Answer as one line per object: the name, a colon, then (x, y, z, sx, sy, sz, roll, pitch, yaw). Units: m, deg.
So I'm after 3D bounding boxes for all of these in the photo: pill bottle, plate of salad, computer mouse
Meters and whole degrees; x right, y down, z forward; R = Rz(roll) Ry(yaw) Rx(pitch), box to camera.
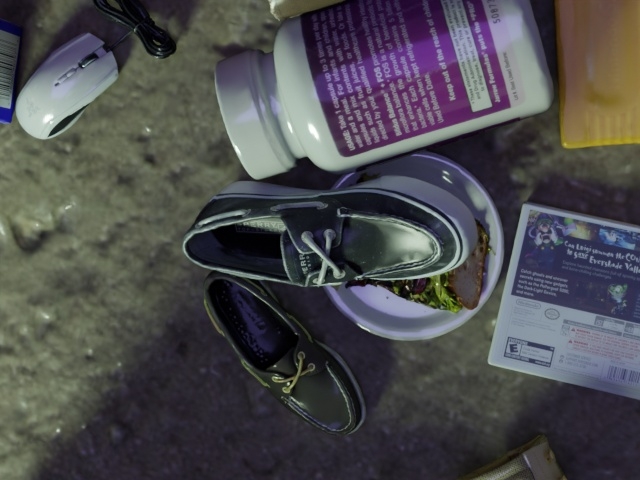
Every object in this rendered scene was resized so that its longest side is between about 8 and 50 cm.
pill bottle: (0.059, -0.161, 1.070, 0.301, 0.169, 0.169, -17, 92, 10)
plate of salad: (0.088, 0.006, 1.140, 0.199, 0.048, 0.200, 1, 96, 10)
computer mouse: (-0.255, -0.181, 1.185, 0.193, 0.042, 0.106, -41, 88, 10)

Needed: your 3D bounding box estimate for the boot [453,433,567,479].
boot: (0.272, 0.287, 1.108, 0.262, 0.095, 0.203, -19, 78, -4)

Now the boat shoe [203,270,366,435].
boat shoe: (-0.042, 0.120, 1.160, 0.081, 0.068, 0.228, -43, 87, 10)

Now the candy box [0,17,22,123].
candy box: (-0.506, -0.202, 1.111, 0.317, 0.268, 0.122, 10, 93, 9)

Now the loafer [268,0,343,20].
loafer: (-0.080, -0.354, 1.046, 0.130, 0.134, 0.366, -34, 64, 3)

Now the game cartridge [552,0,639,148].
game cartridge: (0.388, -0.240, 1.068, 0.323, 0.052, 0.285, -4, 94, 9)

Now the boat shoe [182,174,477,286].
boat shoe: (0.000, 0.000, 1.077, 0.301, 0.102, 0.108, 7, 123, 28)

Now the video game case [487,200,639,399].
video game case: (0.282, 0.064, 1.126, 0.190, 0.022, 0.173, 13, 97, 9)
